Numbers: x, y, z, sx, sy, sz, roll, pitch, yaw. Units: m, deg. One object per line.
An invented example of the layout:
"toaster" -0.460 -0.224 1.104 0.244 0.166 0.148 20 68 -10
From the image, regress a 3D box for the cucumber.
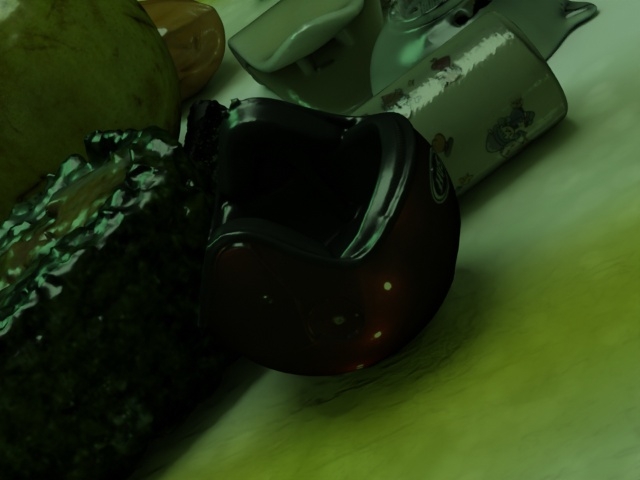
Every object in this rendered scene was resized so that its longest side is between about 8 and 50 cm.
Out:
"cucumber" -0.113 -0.059 1.691 0.067 0.067 0.245 -27 27 19

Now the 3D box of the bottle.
"bottle" 0.078 -0.075 1.406 0.233 0.110 0.110 -38 24 -3

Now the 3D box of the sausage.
"sausage" -0.205 -0.213 2.021 0.136 0.120 0.241 -33 19 -33

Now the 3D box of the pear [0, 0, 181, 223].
"pear" -0.283 -0.132 1.750 0.304 0.304 0.304 -29 25 15

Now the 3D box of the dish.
"dish" 0.129 -0.197 1.588 0.228 0.086 0.236 -14 32 40

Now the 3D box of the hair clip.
"hair clip" -0.007 -0.205 1.751 0.172 0.113 0.282 -33 23 7

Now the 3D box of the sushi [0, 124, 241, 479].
"sushi" -0.217 0.079 1.427 0.352 0.178 0.294 -46 23 -15

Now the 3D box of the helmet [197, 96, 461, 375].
"helmet" 0.000 0.000 1.263 0.216 0.193 0.189 -33 30 25
